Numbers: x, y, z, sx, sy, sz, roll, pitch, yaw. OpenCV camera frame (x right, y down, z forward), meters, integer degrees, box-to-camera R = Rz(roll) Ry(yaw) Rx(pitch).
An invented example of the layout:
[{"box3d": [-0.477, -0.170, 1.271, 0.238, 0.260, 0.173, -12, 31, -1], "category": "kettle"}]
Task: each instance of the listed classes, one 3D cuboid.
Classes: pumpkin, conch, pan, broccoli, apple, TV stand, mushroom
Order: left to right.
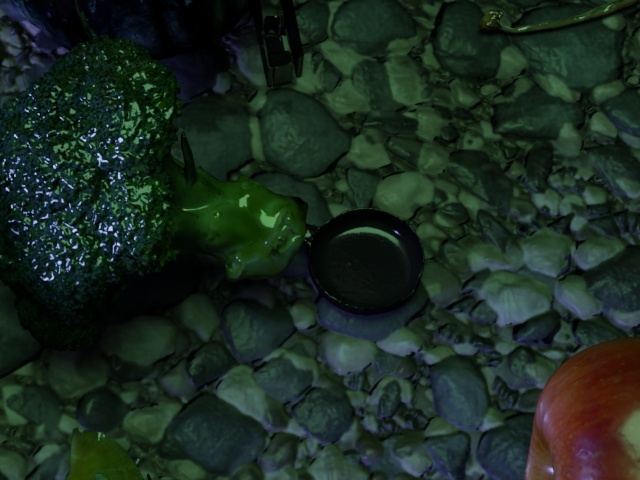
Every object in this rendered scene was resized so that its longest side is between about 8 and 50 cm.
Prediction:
[{"box3d": [-0.189, 0.255, 1.338, 0.095, 0.079, 0.201, 21, 48, -13], "category": "conch"}, {"box3d": [-0.174, -0.030, 1.418, 0.297, 0.297, 0.297, 21, 55, -21], "category": "broccoli"}, {"box3d": [-0.183, -0.310, 1.598, 0.315, 0.238, 0.315, -5, 43, 5], "category": "pumpkin"}, {"box3d": [-0.056, -0.277, 1.694, 0.042, 0.036, 0.249, -7, 59, -7], "category": "TV stand"}, {"box3d": [-0.001, 0.001, 1.520, 0.212, 0.040, 0.115, 26, 61, 4], "category": "pan"}, {"box3d": [0.311, -0.256, 1.717, 0.286, 0.028, 0.026, -9, 17, -10], "category": "mushroom"}, {"box3d": [0.297, 0.206, 1.303, 0.241, 0.242, 0.242, 5, 58, -3], "category": "apple"}]
